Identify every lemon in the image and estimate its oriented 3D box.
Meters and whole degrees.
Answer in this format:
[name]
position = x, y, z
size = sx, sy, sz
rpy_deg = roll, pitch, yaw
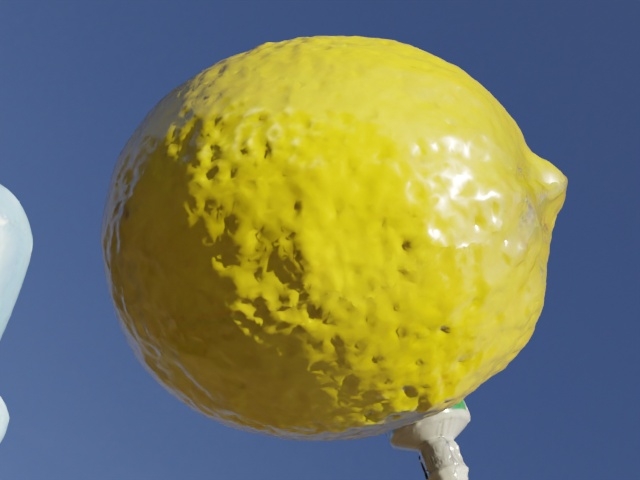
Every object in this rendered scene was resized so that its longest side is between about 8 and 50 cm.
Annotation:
[lemon]
position = 0.003, 0.000, 0.558
size = 0.193, 0.180, 0.180
rpy_deg = 5, -54, -5

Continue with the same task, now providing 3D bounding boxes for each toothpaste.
[toothpaste]
position = 0.033, 0.028, 0.748
size = 0.078, 0.047, 0.248
rpy_deg = 105, -32, -59

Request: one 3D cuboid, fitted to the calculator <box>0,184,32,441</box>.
[calculator]
position = -0.167, 0.001, 0.310
size = 0.210, 0.121, 0.039
rpy_deg = 34, -11, -23
